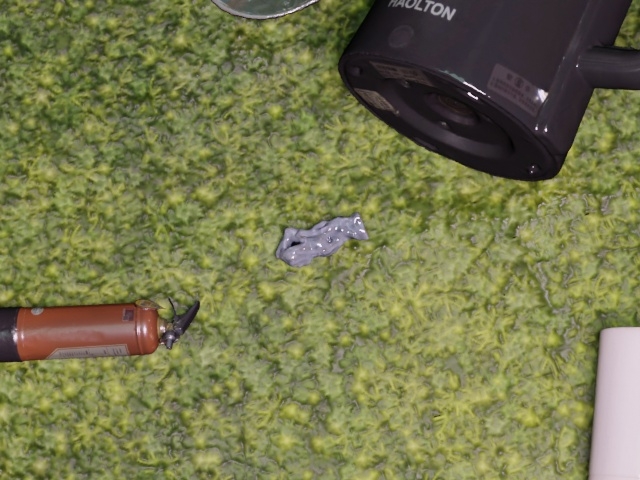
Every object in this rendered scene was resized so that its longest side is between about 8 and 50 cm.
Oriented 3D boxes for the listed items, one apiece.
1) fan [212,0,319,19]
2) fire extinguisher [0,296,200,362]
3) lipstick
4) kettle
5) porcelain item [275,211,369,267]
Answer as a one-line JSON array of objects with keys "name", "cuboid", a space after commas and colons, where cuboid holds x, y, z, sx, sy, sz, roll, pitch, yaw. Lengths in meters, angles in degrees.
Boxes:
[{"name": "fan", "cuboid": [-0.028, -0.350, 1.336, 0.223, 0.012, 0.294, 41, 84, 11]}, {"name": "fire extinguisher", "cuboid": [-0.194, 0.076, 1.243, 0.177, 0.050, 0.062, -3, 40, 1]}, {"name": "lipstick", "cuboid": [0.259, 0.238, 1.165, 0.087, 0.087, 0.327, 6, 80, 4]}, {"name": "kettle", "cuboid": [0.184, -0.229, 1.180, 0.203, 0.262, 0.308, 32, 79, -18]}, {"name": "porcelain item", "cuboid": [0.000, 0.000, 1.257, 0.083, 0.028, 0.036, -18, 62, 1]}]
